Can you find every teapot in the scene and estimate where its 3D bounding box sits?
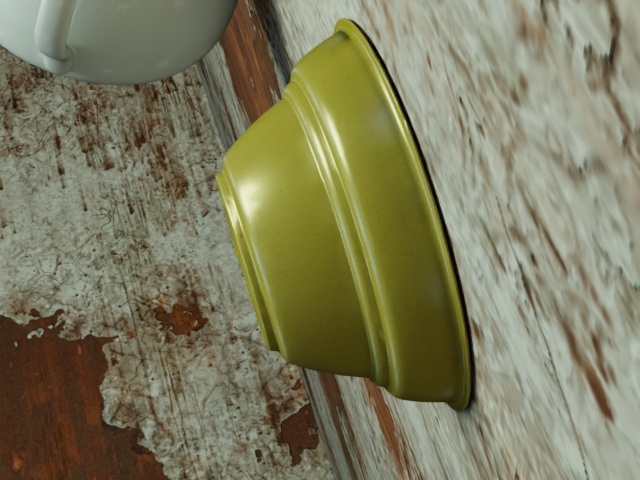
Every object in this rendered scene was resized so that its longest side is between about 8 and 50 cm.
[{"bbox_3d":[-0.169,-0.259,0.893,0.256,0.253,0.187,52,143,21],"label":"teapot"}]

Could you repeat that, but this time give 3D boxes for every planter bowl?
[{"bbox_3d":[0.000,0.000,0.595,0.217,0.090,0.217,162,90,-84],"label":"planter bowl"}]
